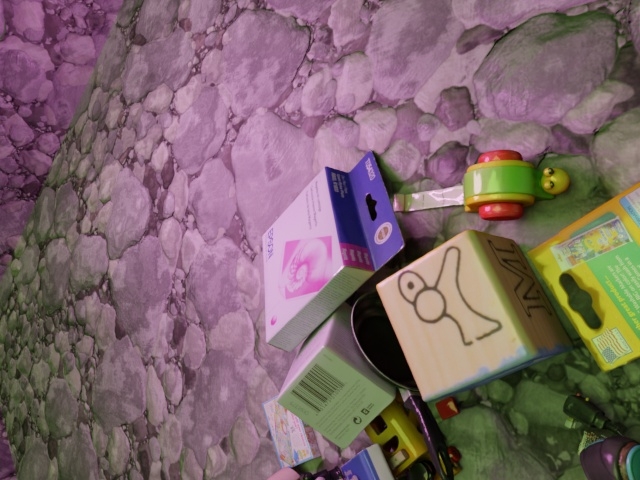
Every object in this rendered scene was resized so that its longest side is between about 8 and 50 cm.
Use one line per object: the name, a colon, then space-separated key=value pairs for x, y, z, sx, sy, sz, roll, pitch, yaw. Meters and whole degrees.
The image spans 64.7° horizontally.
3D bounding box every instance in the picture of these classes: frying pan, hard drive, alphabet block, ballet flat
frying pan: x=0.164 y=0.224 z=0.851 sx=0.053 sy=0.197 sz=0.326 roll=-53 pitch=56 yaw=37
hard drive: x=0.131 y=0.526 z=0.863 sx=0.210 sy=0.040 sz=0.318 roll=104 pitch=145 yaw=-58
alphabet block: x=0.239 y=0.119 z=0.795 sx=0.192 sy=0.193 sz=0.197 roll=-34 pitch=63 yaw=31
ballet flat: x=0.404 y=0.387 z=0.631 sx=0.096 sy=0.095 sz=0.280 roll=-35 pitch=65 yaw=57

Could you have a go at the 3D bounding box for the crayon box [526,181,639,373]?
crayon box: x=0.479 y=0.015 z=0.675 sx=0.323 sy=0.083 sz=0.203 roll=-39 pitch=61 yaw=30

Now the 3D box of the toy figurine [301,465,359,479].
toy figurine: x=0.013 y=0.531 z=0.904 sx=0.209 sy=0.148 sz=0.212 roll=129 pitch=123 yaw=-69

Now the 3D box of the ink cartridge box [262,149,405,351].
ink cartridge box: x=0.000 y=0.000 z=1.012 sx=0.330 sy=0.071 sz=0.324 roll=-47 pitch=30 yaw=27

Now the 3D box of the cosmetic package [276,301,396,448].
cosmetic package: x=0.039 y=0.237 z=0.926 sx=0.151 sy=0.183 sz=0.151 roll=37 pitch=113 yaw=-2

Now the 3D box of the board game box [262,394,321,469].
board game box: x=-0.068 y=0.420 z=1.128 sx=0.103 sy=0.026 sz=0.154 roll=-37 pitch=62 yaw=32

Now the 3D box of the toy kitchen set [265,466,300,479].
toy kitchen set: x=-0.107 y=0.611 z=1.070 sx=0.166 sy=0.122 sz=0.207 roll=51 pitch=125 yaw=20

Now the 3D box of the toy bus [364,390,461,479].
toy bus: x=0.158 y=0.369 z=0.890 sx=0.202 sy=0.104 sz=0.190 roll=-4 pitch=82 yaw=41

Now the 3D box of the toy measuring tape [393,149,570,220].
toy measuring tape: x=0.245 y=-0.086 z=0.868 sx=0.330 sy=0.121 sz=0.121 roll=-3 pitch=82 yaw=40

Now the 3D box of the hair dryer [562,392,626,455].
hair dryer: x=0.464 y=0.343 z=0.672 sx=0.294 sy=0.080 sz=0.223 roll=14 pitch=110 yaw=46
